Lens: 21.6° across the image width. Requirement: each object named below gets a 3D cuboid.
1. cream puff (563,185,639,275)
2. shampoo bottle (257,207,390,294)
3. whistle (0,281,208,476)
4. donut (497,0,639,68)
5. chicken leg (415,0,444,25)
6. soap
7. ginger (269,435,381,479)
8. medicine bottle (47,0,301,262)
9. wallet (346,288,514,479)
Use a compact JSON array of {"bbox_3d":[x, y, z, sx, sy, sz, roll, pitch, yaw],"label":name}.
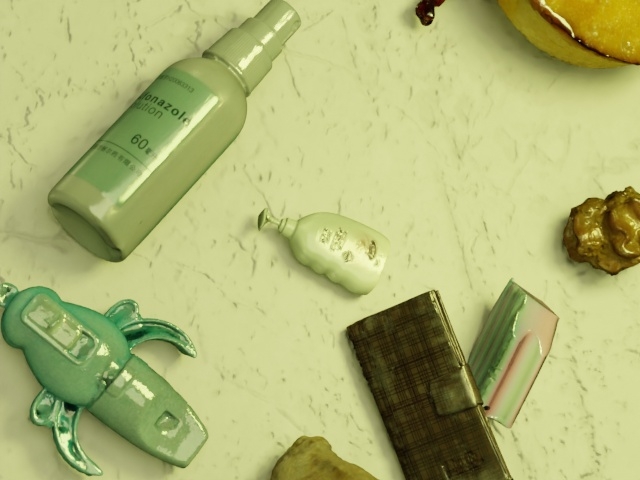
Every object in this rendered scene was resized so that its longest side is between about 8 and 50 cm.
[{"bbox_3d":[0.344,-0.015,1.963,0.094,0.122,0.116,58,30,-4],"label":"cream puff"},{"bbox_3d":[0.000,0.000,1.890,0.152,0.045,0.077,25,71,-8],"label":"shampoo bottle"},{"bbox_3d":[-0.233,0.137,1.768,0.274,0.093,0.186,41,69,-6],"label":"whistle"},{"bbox_3d":[0.321,-0.336,2.012,0.303,0.110,0.303,7,75,-26],"label":"donut"},{"bbox_3d":[0.160,-0.354,2.022,0.089,0.048,0.219,9,74,-10],"label":"chicken leg"},{"bbox_3d":[0.213,0.124,1.888,0.056,0.100,0.149,24,96,-15],"label":"soap"},{"bbox_3d":[-0.046,0.324,1.754,0.221,0.130,0.276,23,66,0],"label":"ginger"},{"bbox_3d":[-0.147,-0.134,1.847,0.110,0.110,0.352,41,69,-3],"label":"medicine bottle"},{"bbox_3d":[0.120,0.180,1.850,0.042,0.124,0.230,-2,70,-63],"label":"wallet"}]
